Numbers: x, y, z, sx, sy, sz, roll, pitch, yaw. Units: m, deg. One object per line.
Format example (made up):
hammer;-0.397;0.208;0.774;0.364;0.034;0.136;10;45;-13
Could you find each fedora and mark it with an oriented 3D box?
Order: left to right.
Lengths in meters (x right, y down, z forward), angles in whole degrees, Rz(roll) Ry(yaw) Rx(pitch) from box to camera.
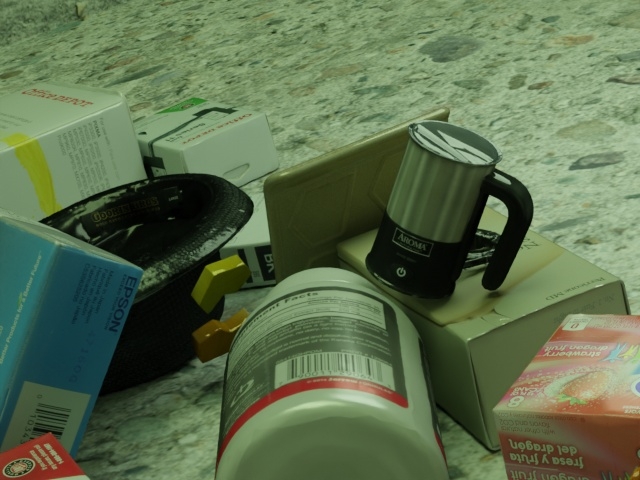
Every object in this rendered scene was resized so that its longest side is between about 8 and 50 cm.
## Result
fedora;-0.210;0.061;1.623;0.334;0.153;0.334;-16;23;7

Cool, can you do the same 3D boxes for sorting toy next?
sorting toy;0.000;0.000;1.552;0.307;0.229;0.041;-23;44;-21

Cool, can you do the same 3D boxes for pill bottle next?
pill bottle;0.007;0.139;1.246;0.176;0.176;0.318;-13;21;4

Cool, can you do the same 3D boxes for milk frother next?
milk frother;0.120;-0.033;1.352;0.129;0.135;0.143;17;26;-2

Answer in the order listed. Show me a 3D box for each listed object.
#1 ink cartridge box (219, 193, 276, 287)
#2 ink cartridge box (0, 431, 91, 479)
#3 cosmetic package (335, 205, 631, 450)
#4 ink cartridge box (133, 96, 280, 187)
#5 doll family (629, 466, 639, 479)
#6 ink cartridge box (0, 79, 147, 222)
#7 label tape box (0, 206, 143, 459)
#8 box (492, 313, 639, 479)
ink cartridge box;0.029;-0.017;1.793;0.332;0.065;0.165;-9;21;19
ink cartridge box;-0.289;0.278;1.173;0.272;0.114;0.197;-22;23;-20
cosmetic package;0.148;0.066;1.433;0.160;0.113;0.309;-21;20;-16
ink cartridge box;-0.178;-0.130;2.188;0.153;0.087;0.208;-27;25;-28
doll family;0.184;0.221;0.969;0.262;0.118;0.163;-19;59;-1
ink cartridge box;-0.471;-0.079;2.148;0.384;0.160;0.279;-26;24;-28
label tape box;-0.347;0.084;1.441;0.347;0.249;0.115;20;1;44
box;0.293;0.149;1.076;0.299;0.142;0.154;-1;24;33
